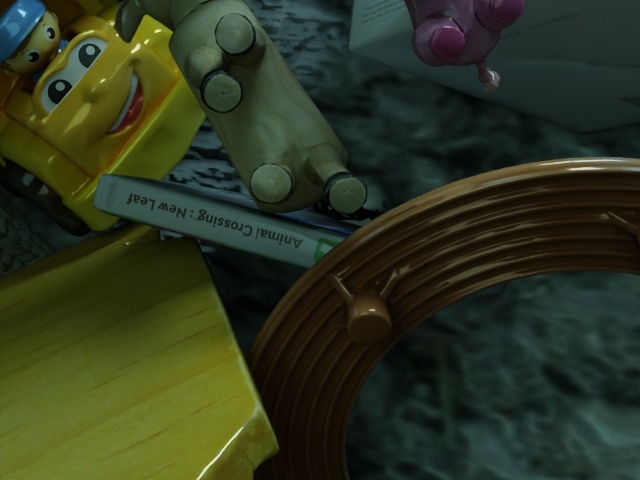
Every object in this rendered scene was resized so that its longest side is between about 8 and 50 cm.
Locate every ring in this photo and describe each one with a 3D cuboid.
[{"bbox_3d":[0.122,0.107,0.673,0.336,0.336,0.032,-19,35,9],"label":"ring"}]

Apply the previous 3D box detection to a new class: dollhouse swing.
[{"bbox_3d":[-0.140,0.223,0.685,0.315,0.347,0.305,-24,113,-4],"label":"dollhouse swing"}]

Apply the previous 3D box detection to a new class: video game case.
[{"bbox_3d":[0.000,0.000,0.760,0.193,0.212,0.023,15,93,16],"label":"video game case"}]

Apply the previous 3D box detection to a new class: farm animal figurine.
[{"bbox_3d":[-0.048,-0.200,0.629,0.327,0.172,0.330,22,98,-12],"label":"farm animal figurine"}]

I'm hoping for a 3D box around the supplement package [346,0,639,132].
[{"bbox_3d":[0.162,-0.223,0.739,0.199,0.198,0.262,-9,71,54],"label":"supplement package"}]

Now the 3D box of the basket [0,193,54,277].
[{"bbox_3d":[-0.261,-0.007,0.850,0.103,0.167,0.113,-45,72,-4],"label":"basket"}]

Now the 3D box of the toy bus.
[{"bbox_3d":[-0.192,-0.129,0.802,0.149,0.211,0.220,-50,38,-8],"label":"toy bus"}]
